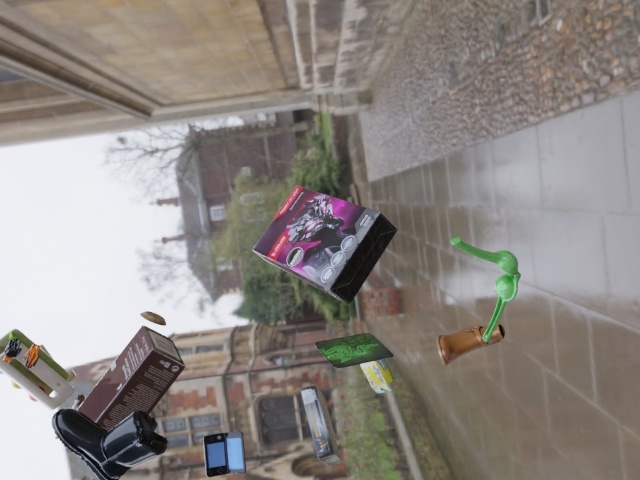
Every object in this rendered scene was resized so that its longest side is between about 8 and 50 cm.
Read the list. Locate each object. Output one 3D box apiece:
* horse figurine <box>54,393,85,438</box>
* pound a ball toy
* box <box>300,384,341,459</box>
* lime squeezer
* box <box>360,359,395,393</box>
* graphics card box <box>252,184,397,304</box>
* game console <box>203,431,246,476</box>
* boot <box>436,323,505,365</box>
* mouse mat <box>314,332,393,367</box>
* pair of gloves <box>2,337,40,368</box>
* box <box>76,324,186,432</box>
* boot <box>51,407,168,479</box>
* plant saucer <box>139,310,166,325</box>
[{"bbox_3d":[-0.910,0.699,2.351,0.263,0.066,0.174,65,-141,-58],"label":"horse figurine"},{"bbox_3d":[-0.977,0.446,2.086,0.208,0.136,0.319,29,157,55],"label":"pound a ball toy"},{"bbox_3d":[0.002,0.617,2.040,0.183,0.056,0.230,70,-177,-62],"label":"box"},{"bbox_3d":[0.345,0.087,1.203,0.059,0.110,0.310,39,162,47],"label":"lime squeezer"},{"bbox_3d":[0.173,0.403,1.967,0.179,0.043,0.105,64,151,7],"label":"box"},{"bbox_3d":[0.000,0.000,1.613,0.371,0.232,0.094,24,167,49],"label":"graphics card box"},{"bbox_3d":[-0.289,0.642,1.838,0.071,0.107,0.122,148,117,-62],"label":"game console"},{"bbox_3d":[0.384,0.255,1.559,0.197,0.153,0.072,-20,-88,-65],"label":"boot"},{"bbox_3d":[0.095,0.312,1.750,0.153,0.190,0.007,-143,50,-58],"label":"mouse mat"},{"bbox_3d":[-0.767,0.290,1.573,0.010,0.083,0.074,-116,50,-74],"label":"pair of gloves"},{"bbox_3d":[-0.615,0.481,1.955,0.143,0.381,0.191,37,179,-31],"label":"box"},{"bbox_3d":[-0.530,0.482,1.554,0.246,0.207,0.094,52,-165,-6],"label":"boot"},{"bbox_3d":[-0.488,0.226,1.798,0.083,0.084,0.015,16,-80,-89],"label":"plant saucer"}]
